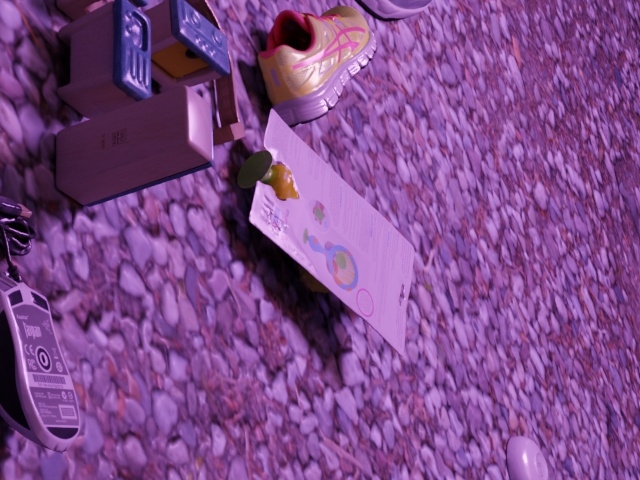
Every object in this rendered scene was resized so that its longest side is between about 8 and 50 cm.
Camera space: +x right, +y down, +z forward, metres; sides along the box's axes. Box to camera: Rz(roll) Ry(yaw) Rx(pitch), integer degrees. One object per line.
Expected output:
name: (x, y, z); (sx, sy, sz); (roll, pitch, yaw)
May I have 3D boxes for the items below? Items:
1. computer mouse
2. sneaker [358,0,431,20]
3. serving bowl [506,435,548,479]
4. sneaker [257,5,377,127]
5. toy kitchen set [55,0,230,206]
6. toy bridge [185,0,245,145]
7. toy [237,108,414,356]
computer mouse: (-0.216, 0.057, 1.253); (0.106, 0.042, 0.193); (21, 50, -66)
sneaker: (0.110, -0.345, 2.045); (0.295, 0.178, 0.124); (18, 58, -62)
serving bowl: (0.244, 0.265, 2.117); (0.083, 0.027, 0.083); (43, 38, -48)
sneaker: (-0.007, -0.197, 1.819); (0.094, 0.081, 0.208); (61, 27, -21)
toy kitchen set: (-0.117, -0.116, 1.477); (0.166, 0.122, 0.207); (38, 42, -52)
toy bridge: (-0.106, -0.180, 1.660); (0.063, 0.026, 0.188); (-26, 98, -68)
toy: (0.000, 0.000, 1.735); (0.237, 0.056, 0.137); (46, 39, -37)
